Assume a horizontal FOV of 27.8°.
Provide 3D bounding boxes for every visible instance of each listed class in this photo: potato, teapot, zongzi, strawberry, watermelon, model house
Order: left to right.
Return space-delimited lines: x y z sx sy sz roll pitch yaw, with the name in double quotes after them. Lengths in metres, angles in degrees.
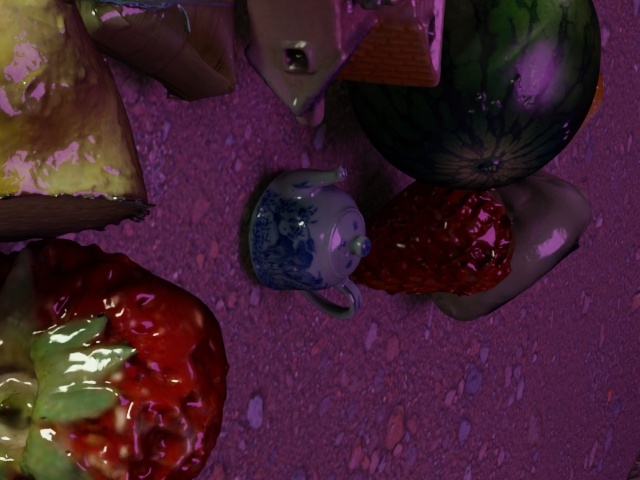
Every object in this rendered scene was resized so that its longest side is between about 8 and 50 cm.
-0.282 -0.132 1.072 0.301 0.289 0.237 0 82 -34 "potato"
-0.226 0.154 1.224 0.345 0.318 0.295 53 23 -70 "strawberry"
-0.162 -0.292 1.323 0.228 0.115 0.256 23 75 -55 "zongzi"
0.000 0.000 1.652 0.159 0.159 0.231 -44 136 -43 "teapot"
0.040 -0.259 1.453 0.237 0.202 0.237 -64 155 -52 "model house"
0.145 0.006 1.834 0.245 0.205 0.205 -20 129 -4 "strawberry"
0.198 -0.237 1.691 0.363 0.363 0.363 -28 124 -52 "watermelon"

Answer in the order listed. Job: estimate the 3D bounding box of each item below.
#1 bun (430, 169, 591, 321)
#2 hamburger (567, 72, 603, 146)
0.272 -0.019 2.042 0.187 0.293 0.293 54 45 -5 "bun"
0.318 -0.236 2.017 0.295 0.227 0.151 -46 165 -46 "hamburger"
